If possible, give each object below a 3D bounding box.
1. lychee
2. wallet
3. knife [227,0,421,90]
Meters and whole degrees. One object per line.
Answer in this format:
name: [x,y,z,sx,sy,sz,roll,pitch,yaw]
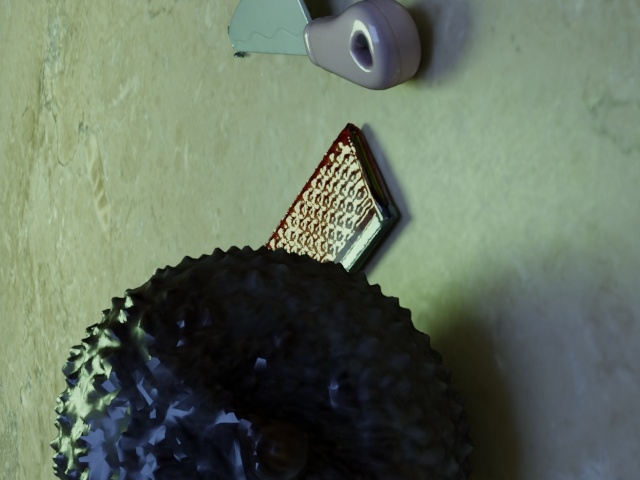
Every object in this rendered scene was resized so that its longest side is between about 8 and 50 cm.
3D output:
lychee: [-0.040,0.151,0.779,0.300,0.300,0.300,3,93,59]
wallet: [0.000,0.000,0.952,0.196,0.020,0.103,-55,46,44]
knife: [-0.022,-0.182,0.949,0.336,0.043,0.081,24,133,58]
